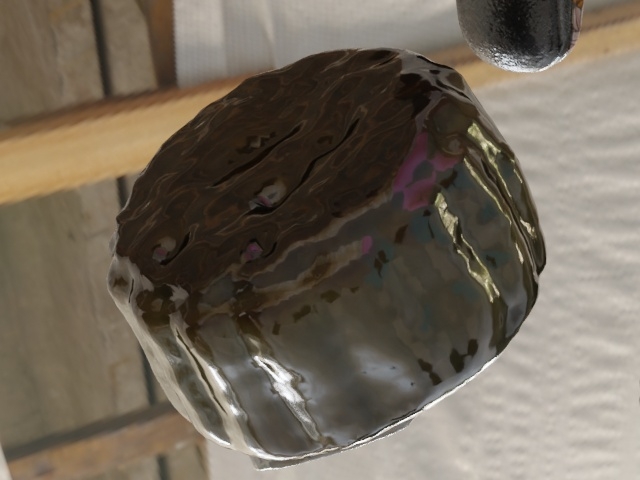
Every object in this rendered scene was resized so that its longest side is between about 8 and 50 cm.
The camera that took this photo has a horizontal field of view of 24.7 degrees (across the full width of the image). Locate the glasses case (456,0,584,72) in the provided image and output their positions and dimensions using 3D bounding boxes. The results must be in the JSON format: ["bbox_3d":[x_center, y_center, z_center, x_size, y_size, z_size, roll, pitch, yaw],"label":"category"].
[{"bbox_3d":[0.186,-0.314,1.365,0.082,0.122,0.321,-28,-55,-41],"label":"glasses case"}]

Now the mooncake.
[{"bbox_3d":[0.000,0.000,0.985,0.290,0.290,0.161,-31,-59,-2],"label":"mooncake"}]

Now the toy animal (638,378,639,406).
[{"bbox_3d":[0.430,0.049,1.361,0.363,0.180,0.181,-5,-25,-43],"label":"toy animal"}]

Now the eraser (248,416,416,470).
[{"bbox_3d":[-0.033,0.067,1.366,0.174,0.270,0.095,-19,4,26],"label":"eraser"}]
